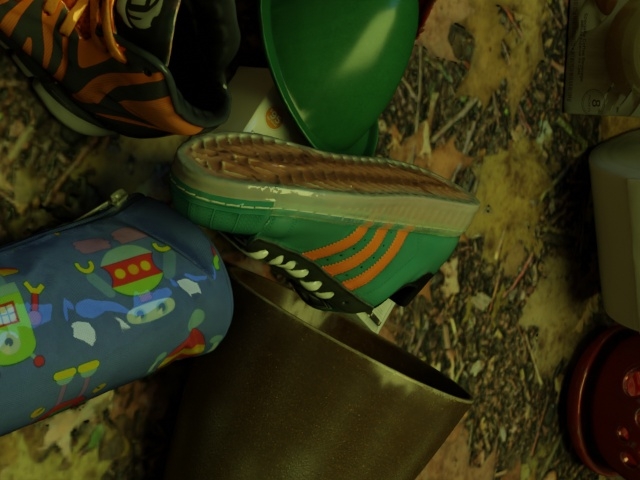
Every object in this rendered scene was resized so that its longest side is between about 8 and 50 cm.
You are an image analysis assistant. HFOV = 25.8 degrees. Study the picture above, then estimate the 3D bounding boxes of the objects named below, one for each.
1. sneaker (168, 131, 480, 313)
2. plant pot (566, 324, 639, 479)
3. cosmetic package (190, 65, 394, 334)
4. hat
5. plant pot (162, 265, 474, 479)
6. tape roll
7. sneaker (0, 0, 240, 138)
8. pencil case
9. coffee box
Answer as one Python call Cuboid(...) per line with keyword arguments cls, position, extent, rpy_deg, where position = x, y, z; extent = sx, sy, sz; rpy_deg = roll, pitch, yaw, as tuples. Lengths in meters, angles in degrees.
Cuboid(cls="sneaker", position=(0.000, 0.000, 1.036), extent=(0.302, 0.108, 0.121), rpy_deg=(7, 113, -47))
Cuboid(cls="plant pot", position=(0.369, 0.178, 1.486), extent=(0.191, 0.174, 0.191), rpy_deg=(-10, 104, -45))
Cuboid(cls="cosmetic package", position=(-0.008, -0.028, 1.153), extent=(0.239, 0.060, 0.099), rpy_deg=(48, 62, -39))
Cuboid(cls="hat", position=(0.070, -0.179, 1.087), extent=(0.173, 0.183, 0.208), rpy_deg=(12, 63, -60))
Cuboid(cls="plant pot", position=(-0.030, 0.171, 1.079), extent=(0.215, 0.215, 0.230), rpy_deg=(25, 93, -45))
Cuboid(cls="tape roll", position=(0.407, -0.020, 1.445), extent=(0.246, 0.246, 0.169), rpy_deg=(-23, 113, -41))
Cuboid(cls="sneaker", position=(-0.162, -0.179, 0.887), extent=(0.321, 0.180, 0.124), rpy_deg=(41, 67, -41))
Cuboid(cls="pencil case", position=(-0.200, 0.056, 0.927), extent=(0.306, 0.119, 0.133), rpy_deg=(-21, 92, -41))
Cuboid(cls="coffee box", position=(0.372, -0.189, 1.381), extent=(0.098, 0.246, 0.141), rpy_deg=(-5, 100, -45))
